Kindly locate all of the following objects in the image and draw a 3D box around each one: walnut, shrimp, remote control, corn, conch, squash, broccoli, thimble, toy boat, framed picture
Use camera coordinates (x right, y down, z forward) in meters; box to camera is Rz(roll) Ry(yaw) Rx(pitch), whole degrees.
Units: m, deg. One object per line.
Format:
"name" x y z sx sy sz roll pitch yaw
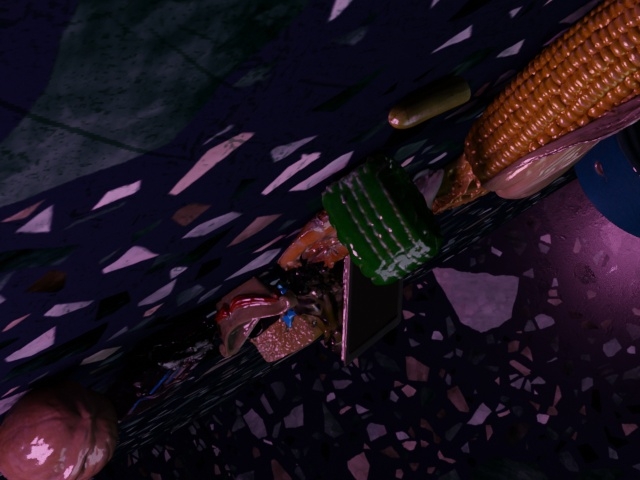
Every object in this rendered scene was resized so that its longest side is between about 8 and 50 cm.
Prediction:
"walnut" -0.330 0.247 1.189 0.162 0.140 0.140 -24 178 39
"shrimp" -0.001 -0.004 1.215 0.132 0.051 0.187 -16 160 -18
"remote control" -0.255 0.210 1.491 0.145 0.062 0.399 -28 171 -28
"corn" 0.278 -0.156 1.001 0.123 0.122 0.305 -24 168 -45
"conch" 0.104 -0.032 1.304 0.088 0.065 0.180 26 101 -42
"squash" 0.098 -0.126 0.875 0.083 0.027 0.027 -27 171 -23
"broccoli" 0.007 0.096 1.413 0.154 0.160 0.167 -1 150 -22
"thimble" 0.066 -0.025 1.024 0.090 0.130 0.118 -33 -169 18
"toy boat" -0.102 0.102 1.358 0.089 0.071 0.185 -22 167 -46
"framed picture" 0.080 0.058 1.411 0.014 0.197 0.252 6 -168 22

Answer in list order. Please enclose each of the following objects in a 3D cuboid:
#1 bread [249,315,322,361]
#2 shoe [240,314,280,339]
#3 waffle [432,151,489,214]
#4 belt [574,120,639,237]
"bread" -0.059 0.174 1.917 0.156 0.086 0.125 -31 -177 23
"shoe" -0.083 0.102 1.481 0.053 0.062 0.159 -39 175 25
"waffle" 0.258 -0.119 1.397 0.211 0.055 0.160 -39 168 38
"belt" 0.543 -0.171 1.246 0.436 0.300 0.173 -29 172 -11
